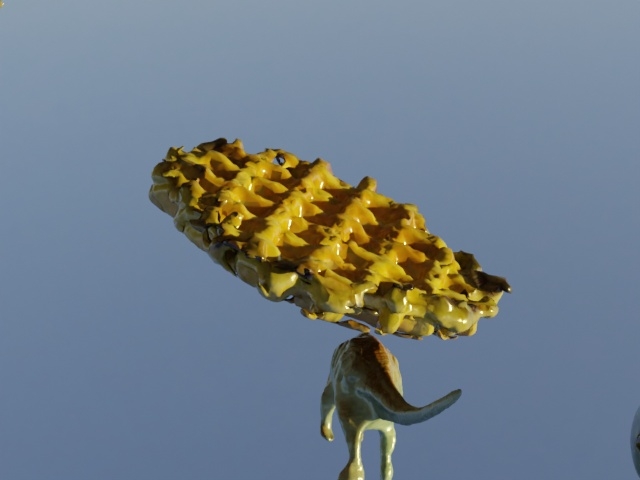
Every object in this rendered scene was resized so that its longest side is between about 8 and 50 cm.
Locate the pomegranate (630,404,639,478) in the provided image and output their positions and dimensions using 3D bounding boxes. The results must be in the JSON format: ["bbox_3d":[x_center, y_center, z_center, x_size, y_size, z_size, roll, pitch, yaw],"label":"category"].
[{"bbox_3d":[0.407,0.221,1.570,0.131,0.191,0.152,-47,-179,-19],"label":"pomegranate"}]

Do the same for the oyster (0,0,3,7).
[{"bbox_3d":[-0.316,-0.219,1.033,0.201,0.354,0.107,-29,178,2],"label":"oyster"}]

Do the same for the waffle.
[{"bbox_3d":[0.000,0.000,1.714,0.380,0.095,0.382,11,-161,-36],"label":"waffle"}]

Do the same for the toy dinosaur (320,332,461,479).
[{"bbox_3d":[0.060,0.194,1.745,0.092,0.205,0.393,6,164,-10],"label":"toy dinosaur"}]
